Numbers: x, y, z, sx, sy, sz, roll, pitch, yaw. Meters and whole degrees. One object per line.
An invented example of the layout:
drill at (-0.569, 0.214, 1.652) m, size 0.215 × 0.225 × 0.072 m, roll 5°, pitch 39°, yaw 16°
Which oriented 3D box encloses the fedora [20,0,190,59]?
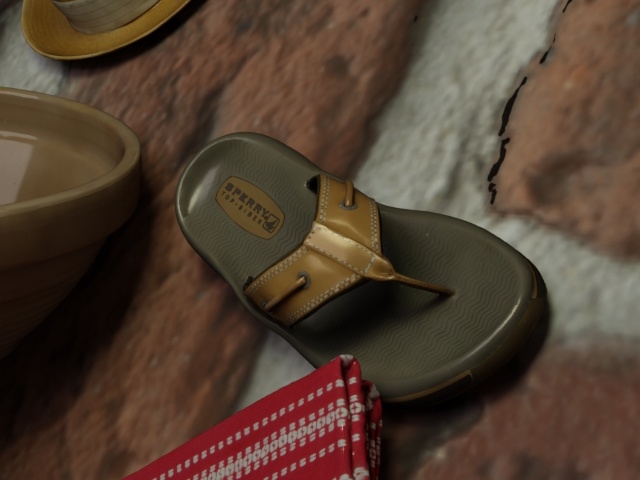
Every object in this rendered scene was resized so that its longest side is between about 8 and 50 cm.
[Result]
fedora at (-0.125, -0.200, 0.881) m, size 0.194 × 0.079 × 0.194 m, roll -23°, pitch 48°, yaw 28°

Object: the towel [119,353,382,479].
towel at (-0.046, 0.196, 0.547) m, size 0.199 × 0.031 × 0.274 m, roll -32°, pitch 42°, yaw 30°

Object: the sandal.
sandal at (0.000, 0.000, 0.636) m, size 0.090 × 0.060 × 0.219 m, roll -52°, pitch 47°, yaw -2°

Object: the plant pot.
plant pot at (-0.211, -0.001, 0.750) m, size 0.237 × 0.237 × 0.109 m, roll 29°, pitch 122°, yaw 48°
